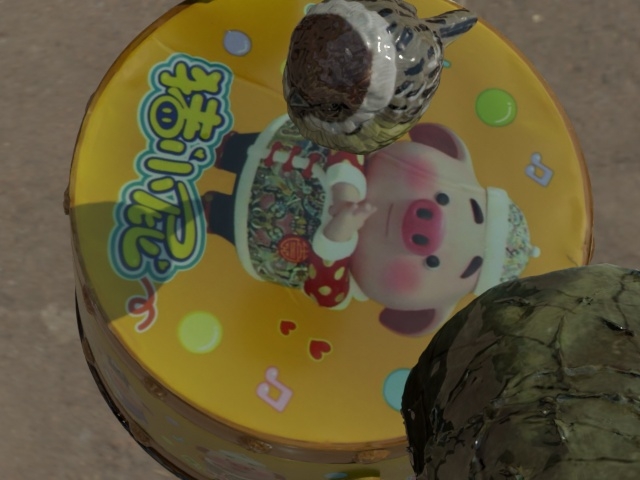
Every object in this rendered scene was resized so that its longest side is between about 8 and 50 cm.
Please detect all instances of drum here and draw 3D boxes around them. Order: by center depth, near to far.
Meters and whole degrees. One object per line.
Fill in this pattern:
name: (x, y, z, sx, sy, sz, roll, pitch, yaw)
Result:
drum: (0.000, 0.000, 1.225, 0.431, 0.214, 0.431, 2, 68, -6)

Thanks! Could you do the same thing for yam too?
yam: (0.157, 0.174, 0.743, 0.241, 0.348, 0.241, 0, 118, -1)

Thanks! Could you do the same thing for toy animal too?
toy animal: (0.037, -0.115, 0.901, 0.137, 0.098, 0.098, -37, 111, -5)
